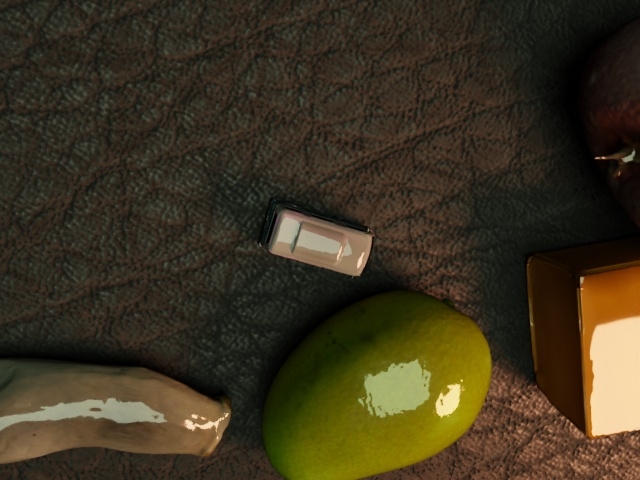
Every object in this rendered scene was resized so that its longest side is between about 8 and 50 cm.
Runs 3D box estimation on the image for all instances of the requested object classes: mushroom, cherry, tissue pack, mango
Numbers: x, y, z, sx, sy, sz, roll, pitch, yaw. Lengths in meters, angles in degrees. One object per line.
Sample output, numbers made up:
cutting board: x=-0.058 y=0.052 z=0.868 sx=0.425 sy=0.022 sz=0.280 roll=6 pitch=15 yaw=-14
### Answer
mushroom: x=-0.268 y=0.183 z=0.860 sx=0.351 sy=0.097 sz=0.109 roll=3 pitch=101 yaw=-14
cherry: x=0.415 y=-0.130 z=0.863 sx=0.307 sy=0.221 sz=0.261 roll=-23 pitch=85 yaw=-26
tissue pack: x=0.399 y=0.095 z=0.943 sx=0.274 sy=0.145 sz=0.194 roll=-8 pitch=100 yaw=-8
mango: x=0.057 y=0.161 z=0.890 sx=0.273 sy=0.149 sz=0.185 roll=-20 pitch=105 yaw=-1

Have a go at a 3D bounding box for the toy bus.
toy bus: x=0.000 y=0.000 z=0.884 sx=0.123 sy=0.075 sz=0.060 roll=16 pitch=97 yaw=-13
